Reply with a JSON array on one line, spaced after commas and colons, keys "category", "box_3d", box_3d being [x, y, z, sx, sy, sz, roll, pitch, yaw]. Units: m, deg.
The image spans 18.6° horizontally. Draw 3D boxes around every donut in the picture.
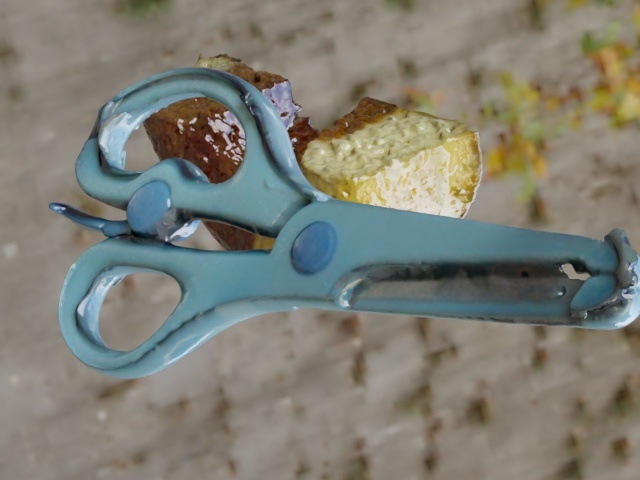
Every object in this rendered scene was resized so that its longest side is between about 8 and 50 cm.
[{"category": "donut", "box_3d": [-0.023, -0.032, 1.427, 0.295, 0.112, 0.151, 22, -57, 44]}]

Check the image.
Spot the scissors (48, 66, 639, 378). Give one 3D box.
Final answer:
[{"category": "scissors", "box_3d": [0.000, 0.000, 1.003, 0.393, 0.032, 0.180, 7, -103, 41]}]
